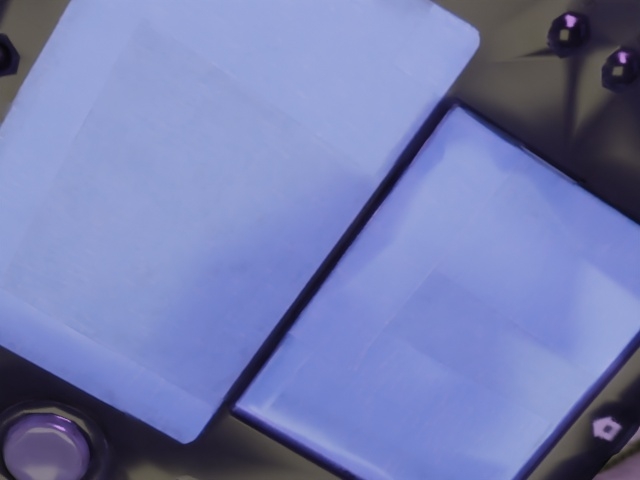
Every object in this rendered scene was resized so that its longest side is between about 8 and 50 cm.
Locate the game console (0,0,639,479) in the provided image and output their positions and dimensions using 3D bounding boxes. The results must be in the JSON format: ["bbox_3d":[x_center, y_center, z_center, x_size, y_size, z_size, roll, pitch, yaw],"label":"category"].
[{"bbox_3d":[0.000,0.000,0.546,0.342,0.060,0.386,33,110,-7],"label":"game console"}]
